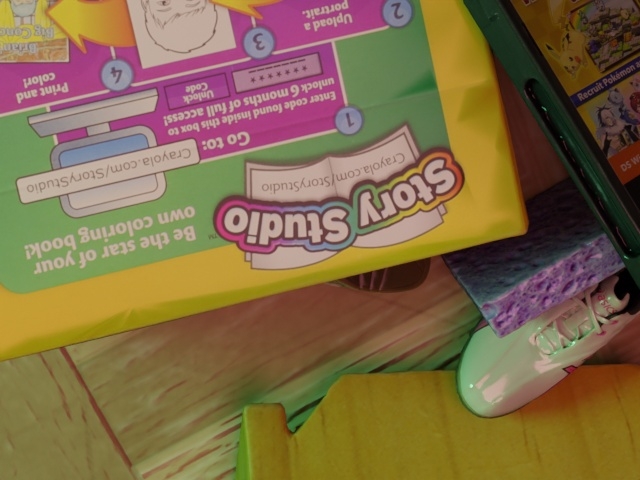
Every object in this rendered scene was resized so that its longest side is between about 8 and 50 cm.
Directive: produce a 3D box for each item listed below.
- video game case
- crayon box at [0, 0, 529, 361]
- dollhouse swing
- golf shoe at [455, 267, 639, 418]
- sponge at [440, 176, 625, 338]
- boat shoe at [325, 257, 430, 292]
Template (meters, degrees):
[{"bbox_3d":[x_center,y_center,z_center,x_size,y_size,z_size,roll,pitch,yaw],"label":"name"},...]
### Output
[{"bbox_3d":[0.251,-0.099,1.184,0.275,0.035,0.248,-30,88,-32],"label":"video game case"},{"bbox_3d":[-0.084,-0.116,1.162,0.363,0.106,0.313,-13,98,-7],"label":"crayon box"},{"bbox_3d":[0.109,0.293,1.364,0.346,0.305,0.315,-2,65,-10],"label":"dollhouse swing"},{"bbox_3d":[0.165,0.046,1.267,0.186,0.086,0.067,-41,91,-15],"label":"golf shoe"},{"bbox_3d":[0.186,-0.015,1.260,0.210,0.117,0.031,-30,110,-2],"label":"sponge"},{"bbox_3d":[-0.001,0.002,1.272,0.153,0.048,0.056,7,92,-20],"label":"boat shoe"}]
